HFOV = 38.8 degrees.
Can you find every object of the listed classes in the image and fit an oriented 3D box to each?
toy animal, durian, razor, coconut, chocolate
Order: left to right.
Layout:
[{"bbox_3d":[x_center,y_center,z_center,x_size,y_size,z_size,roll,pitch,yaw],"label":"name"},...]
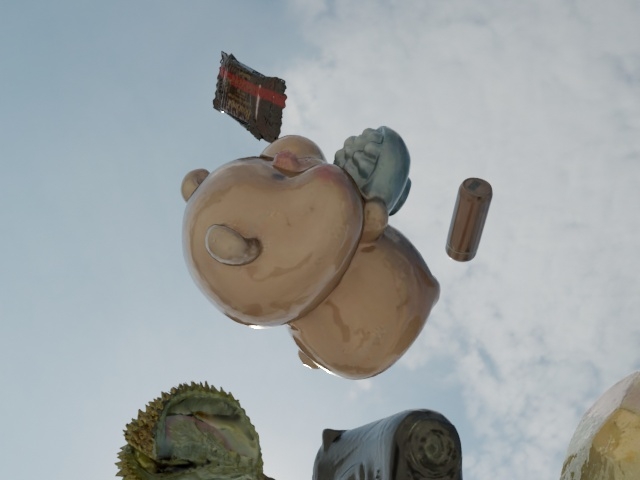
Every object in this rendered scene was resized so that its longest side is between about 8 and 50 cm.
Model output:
[{"bbox_3d":[-0.167,0.299,1.193,0.137,0.237,0.193,-35,-145,32],"label":"durian"},{"bbox_3d":[-0.090,-0.181,1.137,0.182,0.028,0.086,35,-59,54],"label":"chocolate"},{"bbox_3d":[-0.011,0.018,0.866,0.210,0.229,0.221,-139,-146,-63],"label":"toy animal"},{"bbox_3d":[0.095,0.356,1.322,0.349,0.113,0.204,144,-51,-63],"label":"razor"},{"bbox_3d":[0.345,0.230,0.861,0.197,0.237,0.237,-45,-112,4],"label":"coconut"}]

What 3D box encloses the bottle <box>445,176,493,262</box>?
[{"bbox_3d":[0.228,-0.030,1.401,0.053,0.053,0.140,35,-41,28],"label":"bottle"}]
